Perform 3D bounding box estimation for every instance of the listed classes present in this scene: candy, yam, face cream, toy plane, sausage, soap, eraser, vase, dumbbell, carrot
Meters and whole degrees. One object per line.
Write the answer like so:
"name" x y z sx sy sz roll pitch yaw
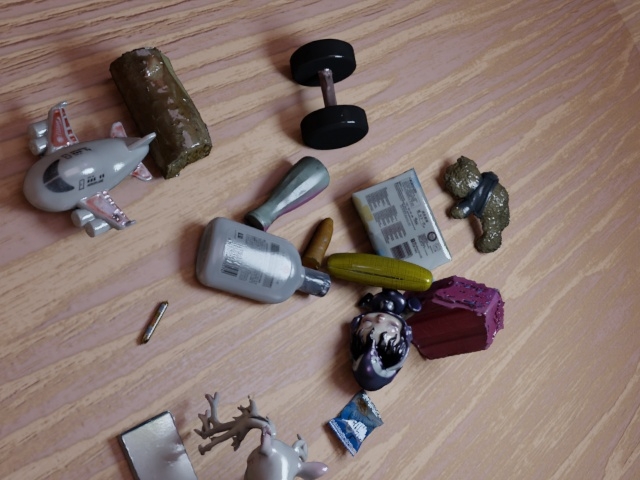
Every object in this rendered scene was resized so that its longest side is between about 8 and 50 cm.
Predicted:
"candy" 0.079 0.383 1.623 0.088 0.038 0.136 51 43 5
"yam" -0.304 -0.247 1.483 0.129 0.128 0.238 -26 90 -52
"face cream" -0.109 0.054 1.564 0.291 0.071 0.144 18 76 -31
"toy plane" -0.411 -0.129 1.372 0.252 0.118 0.252 12 68 -31
"sausage" -0.305 0.150 1.419 0.015 0.015 0.100 38 55 -21
"soap" 0.296 0.173 1.723 0.099 0.250 0.162 -38 100 -38
"eraser" -0.281 0.388 1.348 0.103 0.023 0.150 -21 88 -42
"vase" -0.074 -0.092 1.644 0.214 0.086 0.086 -44 102 -34
"dumbbell" 0.018 -0.331 1.749 0.152 0.152 0.218 0 74 -38
"carrot" 0.000 0.000 1.687 0.048 0.048 0.139 39 53 -21

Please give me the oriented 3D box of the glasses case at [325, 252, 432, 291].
"glasses case" 0.128 0.069 1.680 0.234 0.079 0.064 10 102 5

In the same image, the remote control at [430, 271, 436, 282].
"remote control" 0.267 0.124 1.859 0.122 0.032 0.074 50 52 -12

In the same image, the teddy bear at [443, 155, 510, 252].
"teddy bear" 0.426 -0.105 1.999 0.251 0.129 0.182 50 50 -14

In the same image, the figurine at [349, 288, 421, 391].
"figurine" 0.126 0.219 1.670 0.145 0.145 0.222 41 49 -19

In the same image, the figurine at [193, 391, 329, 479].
"figurine" -0.142 0.403 1.286 0.316 0.284 0.206 -45 107 -33

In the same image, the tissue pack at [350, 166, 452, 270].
"tissue pack" 0.185 -0.030 1.786 0.159 0.145 0.230 -24 89 3
